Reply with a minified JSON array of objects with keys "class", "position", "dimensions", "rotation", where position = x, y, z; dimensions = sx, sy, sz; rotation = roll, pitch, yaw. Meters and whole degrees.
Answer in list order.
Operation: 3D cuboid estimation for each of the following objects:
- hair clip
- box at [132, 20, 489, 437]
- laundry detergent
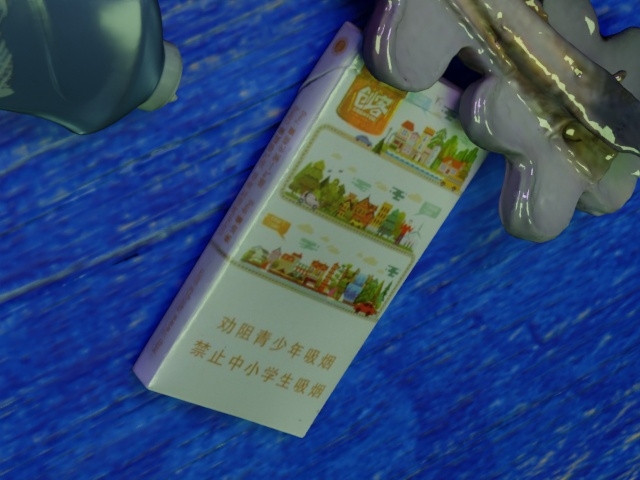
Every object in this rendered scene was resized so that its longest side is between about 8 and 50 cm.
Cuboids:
[{"class":"hair clip","position":[0.104,-0.102,0.818],"dimensions":[0.257,0.075,0.146],"rotation":[43,77,-26]},{"class":"box","position":[0.000,0.000,0.852],"dimensions":[0.122,0.032,0.220],"rotation":[25,103,-39]},{"class":"laundry detergent","position":[-0.142,-0.099,0.681],"dimensions":[0.206,0.061,0.096],"rotation":[17,104,-39]}]
